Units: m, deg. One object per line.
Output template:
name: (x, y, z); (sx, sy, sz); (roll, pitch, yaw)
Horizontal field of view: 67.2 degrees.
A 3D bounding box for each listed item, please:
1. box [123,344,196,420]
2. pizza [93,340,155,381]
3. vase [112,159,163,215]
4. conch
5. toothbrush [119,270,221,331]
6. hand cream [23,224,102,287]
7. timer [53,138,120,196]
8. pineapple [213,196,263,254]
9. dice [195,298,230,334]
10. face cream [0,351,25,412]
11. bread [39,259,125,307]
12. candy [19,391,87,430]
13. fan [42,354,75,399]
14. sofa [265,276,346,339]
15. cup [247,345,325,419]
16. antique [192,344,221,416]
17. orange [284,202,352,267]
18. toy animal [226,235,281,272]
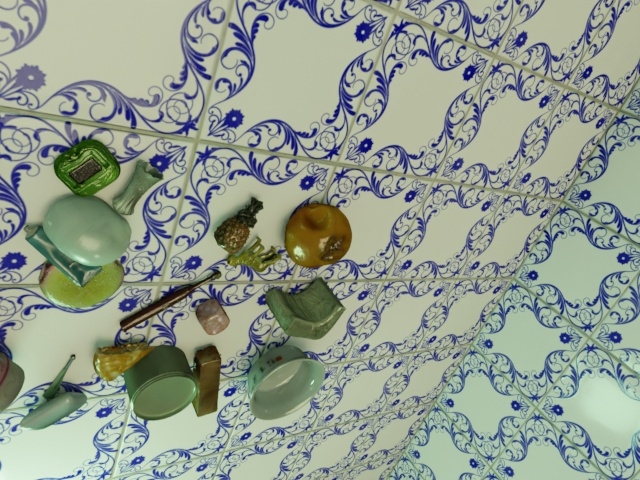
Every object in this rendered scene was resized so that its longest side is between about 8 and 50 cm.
box: (-0.568, 0.507, 1.710); (0.226, 0.149, 0.226); (-19, 132, -22)
pizza: (-0.660, 0.384, 1.619); (0.198, 0.062, 0.188); (-18, 144, -30)
vase: (-0.502, -0.137, 1.309); (0.149, 0.081, 0.081); (-49, 136, 12)
conch: (-0.611, -0.028, 1.288); (0.221, 0.121, 0.185); (22, 67, -49)
toothbrush: (-0.492, 0.197, 1.600); (0.364, 0.041, 0.041); (-29, 135, -13)
hand cream: (-0.703, 0.037, 1.302); (0.083, 0.048, 0.224); (-45, 127, -7)
timer: (-0.594, -0.182, 1.229); (0.140, 0.047, 0.128); (-35, 135, -7)
pineapple: (-0.251, -0.052, 1.537); (0.198, 0.108, 0.108); (-50, 136, -5)
dice: (-0.380, 0.269, 1.695); (0.091, 0.093, 0.094); (-32, 134, -10)
face cream: (-0.954, 0.376, 1.323); (0.175, 0.175, 0.195); (-34, 134, -7)
bread: (-0.689, 0.110, 1.400); (0.228, 0.033, 0.229); (-17, 130, -22)
candy: (-0.874, 0.558, 1.581); (0.174, 0.071, 0.138); (-30, 165, -11)
fan: (-0.846, 0.445, 1.565); (0.038, 0.016, 0.193); (24, 108, -41)
sofa: (-0.061, 0.246, 1.817); (0.225, 0.210, 0.176); (21, 111, -42)
cup: (-0.167, 0.573, 2.029); (0.347, 0.163, 0.347); (-18, 131, -22)
antique: (-0.443, 0.541, 1.861); (0.087, 0.093, 0.310); (-9, 128, -29)
orange: (0.000, 0.000, 1.684); (0.249, 0.183, 0.249); (-17, 129, -22)
toy animal: (-0.222, 0.066, 1.675); (0.136, 0.073, 0.181); (-40, 149, 10)
